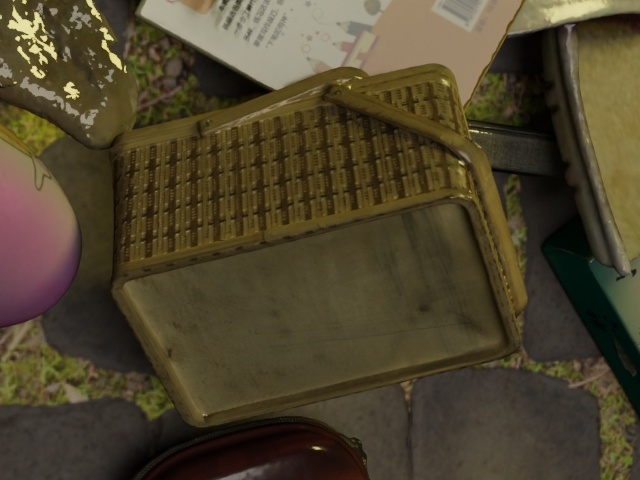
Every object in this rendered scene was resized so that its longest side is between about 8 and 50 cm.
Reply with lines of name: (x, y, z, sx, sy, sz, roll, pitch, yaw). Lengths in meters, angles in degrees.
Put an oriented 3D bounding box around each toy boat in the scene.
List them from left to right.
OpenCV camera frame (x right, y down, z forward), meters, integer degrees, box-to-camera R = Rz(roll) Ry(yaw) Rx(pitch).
toy boat: (0.276, -0.149, 1.688, 0.276, 0.111, 0.293, -34, 106, -43)

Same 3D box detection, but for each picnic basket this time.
picnic basket: (0.000, 0.000, 1.482, 0.312, 0.175, 0.228, -13, 137, 8)

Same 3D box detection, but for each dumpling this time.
dumpling: (-0.293, -0.196, 1.460, 0.332, 0.086, 0.166, 23, 75, -25)

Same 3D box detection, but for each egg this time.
egg: (-0.316, -0.027, 1.415, 0.271, 0.196, 0.196, 12, 93, -26)

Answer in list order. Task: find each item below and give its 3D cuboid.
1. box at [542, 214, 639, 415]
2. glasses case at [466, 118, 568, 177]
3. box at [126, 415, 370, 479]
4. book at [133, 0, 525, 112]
box: (0.351, 0.063, 1.788, 0.153, 0.092, 0.245, -39, 112, -15)
glasses case: (0.132, -0.093, 1.677, 0.205, 0.071, 0.047, 7, 91, -25)
box: (-0.058, 0.363, 1.637, 0.263, 0.108, 0.404, -11, 103, -23)
book: (0.015, -0.213, 1.544, 0.295, 0.020, 0.208, 29, 91, -7)
